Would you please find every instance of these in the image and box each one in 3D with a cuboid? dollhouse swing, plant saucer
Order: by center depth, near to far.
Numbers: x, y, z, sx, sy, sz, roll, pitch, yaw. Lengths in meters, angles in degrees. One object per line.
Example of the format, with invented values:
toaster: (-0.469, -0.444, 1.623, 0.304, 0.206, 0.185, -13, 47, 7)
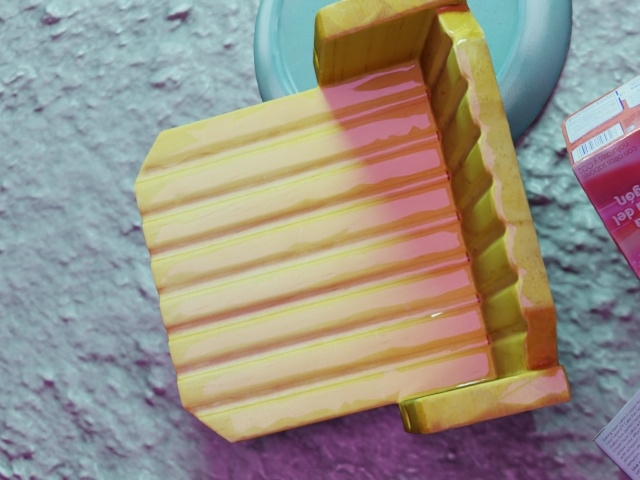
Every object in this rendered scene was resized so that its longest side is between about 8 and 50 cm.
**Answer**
dollhouse swing: (0.000, 0.000, 1.305, 0.305, 0.315, 0.347, -13, 84, -2)
plant saucer: (0.075, -0.204, 1.470, 0.317, 0.043, 0.318, -5, 76, 21)

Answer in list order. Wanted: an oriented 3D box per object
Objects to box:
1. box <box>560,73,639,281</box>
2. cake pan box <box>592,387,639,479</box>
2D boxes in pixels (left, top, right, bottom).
box: (0.357, -0.095, 1.249, 0.300, 0.154, 0.142, -30, 104, 13)
cake pan box: (0.387, 0.147, 1.227, 0.267, 0.070, 0.246, -51, 56, 7)
